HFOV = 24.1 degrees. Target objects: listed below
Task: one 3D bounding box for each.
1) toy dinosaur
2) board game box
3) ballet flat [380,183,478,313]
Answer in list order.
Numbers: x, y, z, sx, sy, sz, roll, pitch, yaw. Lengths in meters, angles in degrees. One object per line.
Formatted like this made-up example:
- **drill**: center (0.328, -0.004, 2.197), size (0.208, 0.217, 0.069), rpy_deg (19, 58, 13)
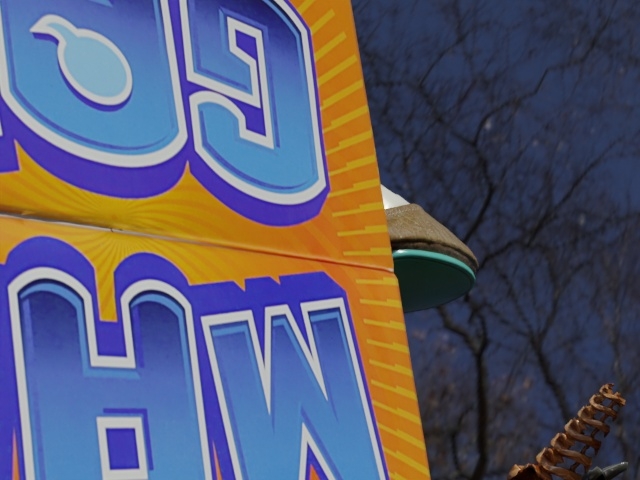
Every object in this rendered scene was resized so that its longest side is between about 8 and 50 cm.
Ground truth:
- **toy dinosaur**: center (0.193, 0.276, 1.283), size (0.322, 0.218, 0.164), rpy_deg (-54, -132, 38)
- **board game box**: center (-0.210, 0.039, 0.589), size (0.356, 0.356, 0.356), rpy_deg (-17, -105, 33)
- **ballet flat**: center (0.000, 0.000, 1.228), size (0.116, 0.342, 0.124), rpy_deg (-41, -114, 38)
